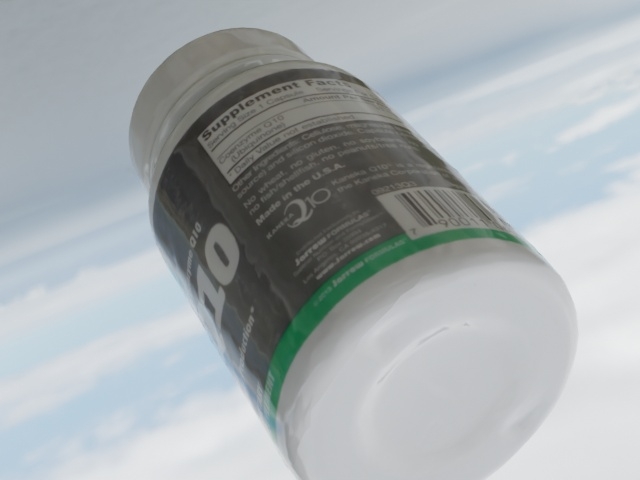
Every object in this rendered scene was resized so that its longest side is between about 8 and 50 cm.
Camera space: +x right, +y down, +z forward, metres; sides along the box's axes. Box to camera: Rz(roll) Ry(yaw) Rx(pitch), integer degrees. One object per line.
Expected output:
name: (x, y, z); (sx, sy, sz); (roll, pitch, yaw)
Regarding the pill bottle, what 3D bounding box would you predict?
pill bottle: (0.000, 0.000, 0.862); (0.204, 0.204, 0.361); (-22, -140, -14)
